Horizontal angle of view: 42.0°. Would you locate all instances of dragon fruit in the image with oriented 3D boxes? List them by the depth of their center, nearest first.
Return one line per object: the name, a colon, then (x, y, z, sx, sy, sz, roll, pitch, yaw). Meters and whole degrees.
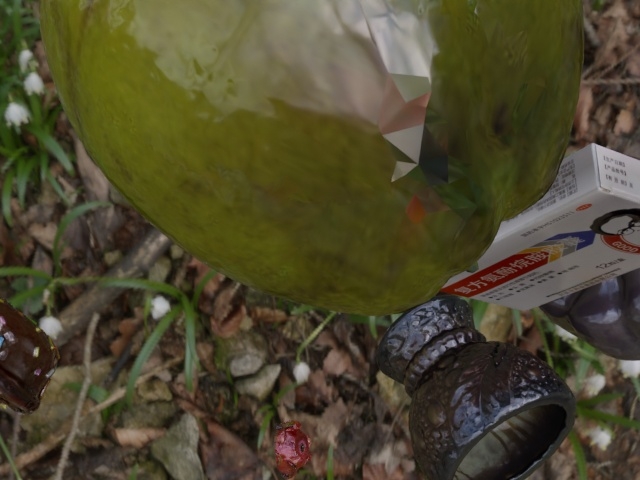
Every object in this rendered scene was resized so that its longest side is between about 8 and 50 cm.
dragon fruit: (-0.053, 0.418, 1.674, 0.068, 0.126, 0.112, -4, 29, 9)

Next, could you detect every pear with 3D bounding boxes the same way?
pear: (-0.008, -0.120, 0.427, 0.269, 0.269, 0.321, -28, 85, -19)

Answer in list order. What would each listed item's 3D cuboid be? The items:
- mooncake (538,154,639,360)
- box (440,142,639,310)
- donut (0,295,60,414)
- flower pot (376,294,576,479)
mooncake: (0.467, 0.025, 1.294, 0.306, 0.154, 0.306, -24, 53, 36)
box: (0.297, 0.000, 1.068, 0.214, 0.353, 0.069, 14, 62, -27)
donut: (-0.407, 0.096, 0.965, 0.230, 0.216, 0.096, 20, 64, 43)
flower pot: (0.237, 0.244, 1.366, 0.266, 0.267, 0.267, -21, 48, -15)
